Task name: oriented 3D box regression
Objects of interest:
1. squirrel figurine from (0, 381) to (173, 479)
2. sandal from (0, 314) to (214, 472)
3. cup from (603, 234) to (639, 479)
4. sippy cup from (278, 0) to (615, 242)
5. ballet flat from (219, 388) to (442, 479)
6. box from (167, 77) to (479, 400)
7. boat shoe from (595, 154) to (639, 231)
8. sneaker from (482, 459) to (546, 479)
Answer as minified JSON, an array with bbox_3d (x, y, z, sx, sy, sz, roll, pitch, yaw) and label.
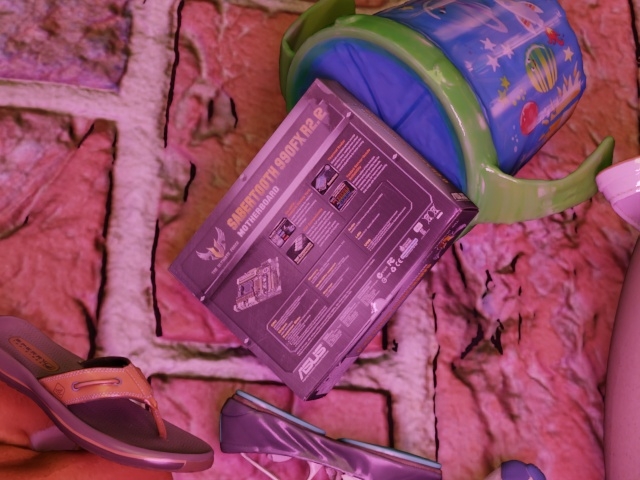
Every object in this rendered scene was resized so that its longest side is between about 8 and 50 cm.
[{"bbox_3d":[-0.309,0.232,1.488,0.397,0.281,0.370,-10,54,-21],"label":"squirrel figurine"},{"bbox_3d":[-0.173,0.110,1.473,0.219,0.060,0.090,35,21,25],"label":"sandal"},{"bbox_3d":[0.372,0.168,1.629,0.331,0.331,0.237,27,83,7],"label":"cup"},{"bbox_3d":[0.125,-0.138,1.809,0.224,0.240,0.305,-34,89,-35],"label":"sippy cup"},{"bbox_3d":[0.004,0.194,1.678,0.203,0.074,0.074,20,59,-4],"label":"ballet flat"},{"bbox_3d":[0.000,0.000,1.715,0.183,0.056,0.231,43,104,17],"label":"box"},{"bbox_3d":[0.358,-0.008,1.767,0.277,0.098,0.096,17,61,-43],"label":"boat shoe"},{"bbox_3d":[0.066,0.265,1.615,0.131,0.112,0.296,42,62,16],"label":"sneaker"}]
